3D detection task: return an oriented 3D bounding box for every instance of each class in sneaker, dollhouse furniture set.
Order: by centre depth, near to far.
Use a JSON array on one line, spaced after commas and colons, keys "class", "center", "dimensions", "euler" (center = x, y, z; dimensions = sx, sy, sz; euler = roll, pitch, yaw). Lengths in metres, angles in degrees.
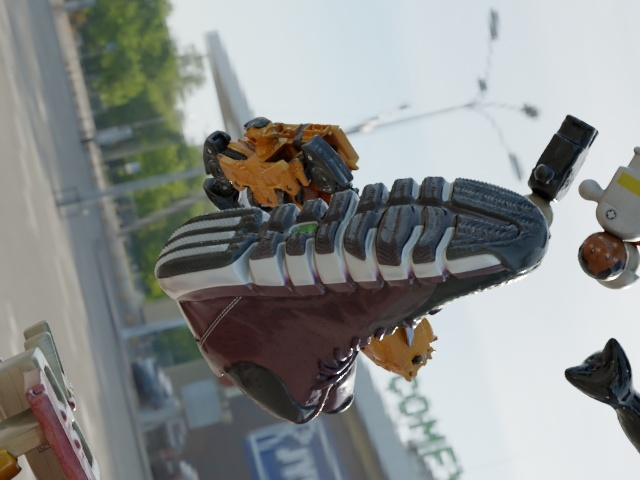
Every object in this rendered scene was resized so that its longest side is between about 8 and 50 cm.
[{"class": "sneaker", "center": [0.033, 0.051, 0.986], "dimensions": [0.106, 0.281, 0.162], "euler": [-63, 143, -52]}, {"class": "dollhouse furniture set", "center": [-0.272, 0.194, 1.086], "dimensions": [0.152, 0.201, 0.374], "euler": [66, -9, -8]}]

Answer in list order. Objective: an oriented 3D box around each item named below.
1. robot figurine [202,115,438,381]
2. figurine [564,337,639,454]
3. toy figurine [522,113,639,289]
[{"class": "robot figurine", "center": [0.000, 0.000, 1.334], "dimensions": [0.211, 0.085, 0.291], "euler": [7, -49, 44]}, {"class": "figurine", "center": [0.407, 0.144, 1.562], "dimensions": [0.209, 0.215, 0.092], "euler": [44, 6, -24]}, {"class": "toy figurine", "center": [0.317, -0.014, 1.434], "dimensions": [0.148, 0.213, 0.209], "euler": [-61, -149, 6]}]
